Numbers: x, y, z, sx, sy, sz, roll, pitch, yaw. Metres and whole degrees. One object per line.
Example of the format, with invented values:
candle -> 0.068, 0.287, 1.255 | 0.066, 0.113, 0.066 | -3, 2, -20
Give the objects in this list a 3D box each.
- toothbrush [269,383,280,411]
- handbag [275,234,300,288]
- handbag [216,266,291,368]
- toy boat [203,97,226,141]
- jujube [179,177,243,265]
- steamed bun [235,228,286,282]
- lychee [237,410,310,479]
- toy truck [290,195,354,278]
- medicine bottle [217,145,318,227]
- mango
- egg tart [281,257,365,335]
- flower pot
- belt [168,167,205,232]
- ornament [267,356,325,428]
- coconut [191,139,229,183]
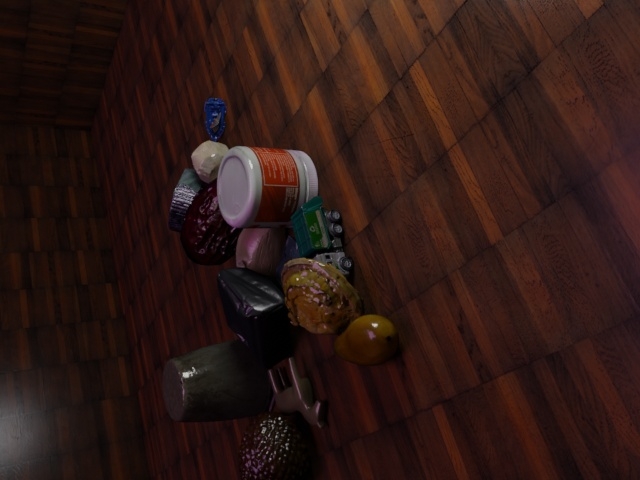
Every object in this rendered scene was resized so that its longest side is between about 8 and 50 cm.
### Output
toothbrush -> -0.174, 0.588, 2.018 | 0.014, 0.017, 0.194 | 41, 122, 40
handbag -> -0.053, 0.102, 1.781 | 0.229, 0.062, 0.179 | 48, 126, 44
handbag -> -0.206, 0.231, 1.870 | 0.275, 0.177, 0.302 | 47, 153, 39
toy boat -> -0.419, -0.477, 2.254 | 0.110, 0.091, 0.175 | -130, 43, -64
jujube -> -0.374, -0.070, 2.090 | 0.377, 0.258, 0.258 | -47, 53, 30
steamed bun -> -0.212, 0.038, 1.925 | 0.170, 0.152, 0.239 | 19, 110, 53
lychee -> -0.149, 0.684, 1.802 | 0.236, 0.235, 0.272 | -15, 79, 55
toy truck -> 0.000, 0.000, 1.644 | 0.114, 0.124, 0.254 | -40, 58, 53
medicine bottle -> -0.170, -0.164, 1.776 | 0.252, 0.240, 0.253 | 5, 96, 56
mango -> 0.120, 0.267, 1.483 | 0.136, 0.099, 0.227 | 52, 139, -3
egg tart -> -0.007, 0.182, 1.572 | 0.290, 0.107, 0.291 | 23, 137, 23
flower pot -> -0.379, 0.509, 2.041 | 0.293, 0.330, 0.294 | 0, 90, 57
belt -> -0.543, -0.160, 2.324 | 0.325, 0.122, 0.260 | -93, 18, -74
ornament -> -0.070, 0.501, 1.822 | 0.230, 0.061, 0.245 | -41, 61, 46
coconut -> -0.422, -0.310, 2.210 | 0.162, 0.161, 0.161 | 49, 131, 32
